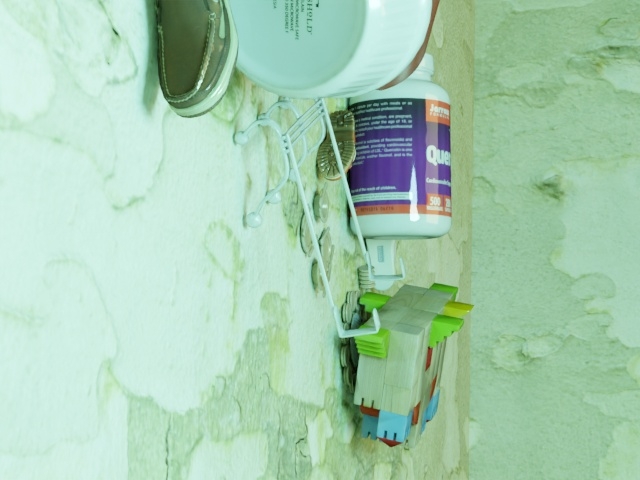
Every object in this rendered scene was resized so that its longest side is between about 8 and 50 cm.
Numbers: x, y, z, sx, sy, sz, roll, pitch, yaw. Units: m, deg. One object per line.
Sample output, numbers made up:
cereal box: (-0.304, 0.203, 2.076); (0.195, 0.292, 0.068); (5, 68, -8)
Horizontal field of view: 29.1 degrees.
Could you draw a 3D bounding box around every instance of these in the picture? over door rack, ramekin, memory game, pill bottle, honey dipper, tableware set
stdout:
over door rack: (-0.007, -0.037, 1.709); (0.324, 0.108, 0.239); (63, 21, -12)
ramekin: (-0.013, -0.294, 1.489); (0.127, 0.273, 0.273); (-34, 123, -57)
memory game: (0.059, 0.178, 2.184); (0.186, 0.012, 0.186); (-1, 90, -75)
pill bottle: (0.141, -0.165, 2.190); (0.181, 0.181, 0.323); (11, 78, -75)
honey dipper: (0.088, 0.123, 2.273); (0.030, 0.030, 0.160); (-58, 148, -64)
tableware set: (0.000, 0.000, 1.958); (0.141, 0.020, 0.168); (-73, 156, -50)

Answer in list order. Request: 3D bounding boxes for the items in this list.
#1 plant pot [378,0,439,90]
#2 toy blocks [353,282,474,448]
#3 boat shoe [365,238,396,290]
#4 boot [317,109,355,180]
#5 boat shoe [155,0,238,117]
plant pot: (0.062, -0.364, 1.760); (0.265, 0.272, 0.272); (90, 7, -62)
toy blocks: (0.145, 0.243, 2.195); (0.381, 0.191, 0.261); (-33, 132, -69)
boat shoe: (0.118, 0.000, 2.329); (0.063, 0.066, 0.184); (-88, 172, -79)
boot: (0.033, -0.136, 2.028); (0.158, 0.059, 0.084); (-76, 164, -48)
boat shoe: (-0.146, -0.256, 1.322); (0.095, 0.095, 0.257); (42, 41, -51)
